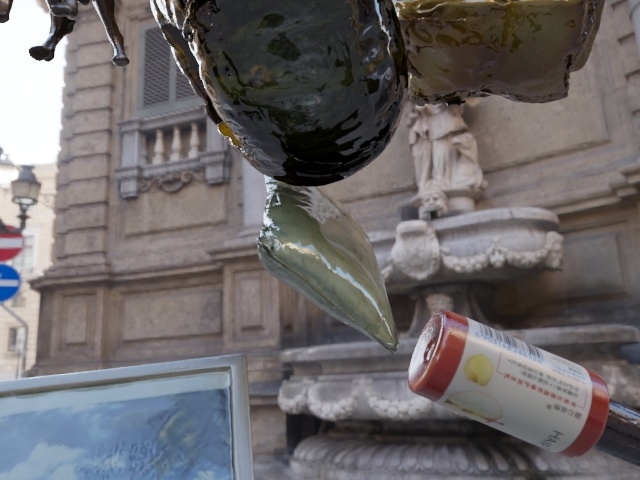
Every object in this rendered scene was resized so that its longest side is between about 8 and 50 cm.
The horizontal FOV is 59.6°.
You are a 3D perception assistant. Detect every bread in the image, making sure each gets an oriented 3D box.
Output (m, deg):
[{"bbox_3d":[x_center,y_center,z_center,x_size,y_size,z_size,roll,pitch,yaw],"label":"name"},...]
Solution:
[{"bbox_3d":[0.281,-0.325,0.861,0.325,0.166,0.277,-8,-31,12],"label":"bread"}]

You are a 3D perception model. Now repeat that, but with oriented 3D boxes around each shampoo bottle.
[{"bbox_3d":[0.247,0.177,0.640,0.278,0.104,0.104,23,-15,0],"label":"shampoo bottle"}]

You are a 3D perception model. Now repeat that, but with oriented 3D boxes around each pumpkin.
[{"bbox_3d":[-0.045,-0.203,0.581,0.192,0.320,0.320,-34,-12,-7],"label":"pumpkin"}]

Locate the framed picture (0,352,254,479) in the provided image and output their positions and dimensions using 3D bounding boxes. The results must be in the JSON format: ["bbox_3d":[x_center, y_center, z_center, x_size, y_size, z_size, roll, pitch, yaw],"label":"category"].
[{"bbox_3d":[-0.209,0.198,0.445,0.315,0.232,0.024,-6,-52,-7],"label":"framed picture"}]

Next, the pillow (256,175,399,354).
[{"bbox_3d":[0.000,0.000,0.663,0.185,0.075,0.302,38,15,-17],"label":"pillow"}]

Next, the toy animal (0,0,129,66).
[{"bbox_3d":[-0.217,-0.240,0.404,0.094,0.185,0.214,-5,-5,1],"label":"toy animal"}]
